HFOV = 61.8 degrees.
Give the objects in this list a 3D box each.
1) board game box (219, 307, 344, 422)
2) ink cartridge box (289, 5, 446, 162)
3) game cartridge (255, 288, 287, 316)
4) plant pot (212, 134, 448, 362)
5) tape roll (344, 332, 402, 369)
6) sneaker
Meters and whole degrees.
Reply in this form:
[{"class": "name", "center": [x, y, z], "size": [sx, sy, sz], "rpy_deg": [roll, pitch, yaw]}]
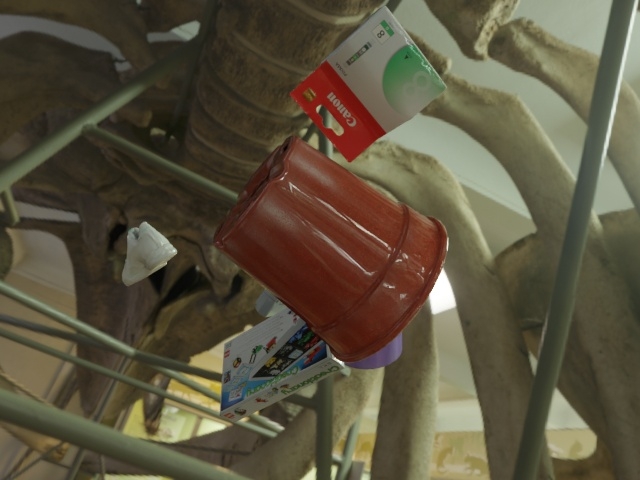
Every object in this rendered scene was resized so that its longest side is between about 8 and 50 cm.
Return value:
[{"class": "board game box", "center": [-0.092, 0.251, 1.175], "size": [0.305, 0.193, 0.053], "rpy_deg": [-31, -52, 22]}, {"class": "ink cartridge box", "center": [0.084, -0.273, 0.967], "size": [0.181, 0.224, 0.056], "rpy_deg": [47, 10, -16]}, {"class": "game cartridge", "center": [-0.064, 0.093, 1.535], "size": [0.060, 0.294, 0.196], "rpy_deg": [40, 5, 11]}, {"class": "plant pot", "center": [0.000, 0.000, 0.813], "size": [0.265, 0.272, 0.272], "rpy_deg": [36, -30, -16]}, {"class": "tape roll", "center": [0.121, 0.251, 1.412], "size": [0.188, 0.189, 0.080], "rpy_deg": [7, -64, 22]}, {"class": "sneaker", "center": [-0.351, 0.022, 1.049], "size": [0.094, 0.080, 0.212], "rpy_deg": [55, -40, -4]}]
